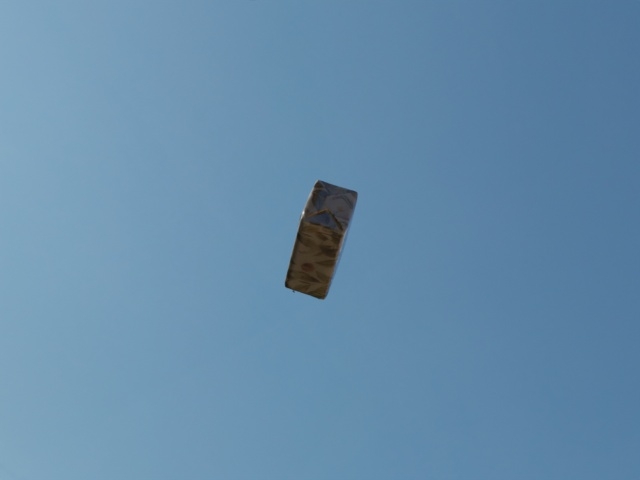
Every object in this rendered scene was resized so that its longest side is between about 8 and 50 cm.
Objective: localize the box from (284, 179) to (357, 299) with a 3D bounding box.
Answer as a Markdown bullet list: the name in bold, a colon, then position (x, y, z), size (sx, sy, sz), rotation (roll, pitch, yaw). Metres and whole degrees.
- **box**: position (0.000, 0.000, 0.925), size (0.045, 0.062, 0.098), rotation (17, -42, 4)
